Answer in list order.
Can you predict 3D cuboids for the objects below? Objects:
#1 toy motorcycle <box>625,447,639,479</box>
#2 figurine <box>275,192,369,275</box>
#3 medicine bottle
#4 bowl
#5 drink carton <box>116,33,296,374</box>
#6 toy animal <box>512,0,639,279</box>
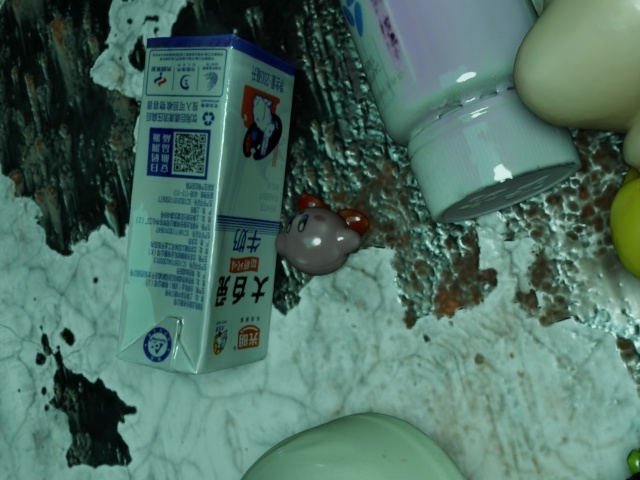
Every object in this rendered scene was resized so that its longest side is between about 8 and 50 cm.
[{"bbox_3d":[0.369,0.243,0.495,0.206,0.142,0.342,-46,67,-1],"label":"toy motorcycle"},{"bbox_3d":[0.000,0.000,0.730,0.083,0.071,0.067,8,133,33],"label":"figurine"},{"bbox_3d":[0.112,-0.153,0.639,0.152,0.152,0.254,-22,79,23],"label":"medicine bottle"},{"bbox_3d":[0.002,0.284,0.622,0.277,0.145,0.276,-10,78,52],"label":"bowl"},{"bbox_3d":[-0.111,-0.032,0.750,0.107,0.131,0.314,7,92,27],"label":"drink carton"},{"bbox_3d":[0.229,-0.122,0.494,0.247,0.345,0.277,39,121,16],"label":"toy animal"}]
